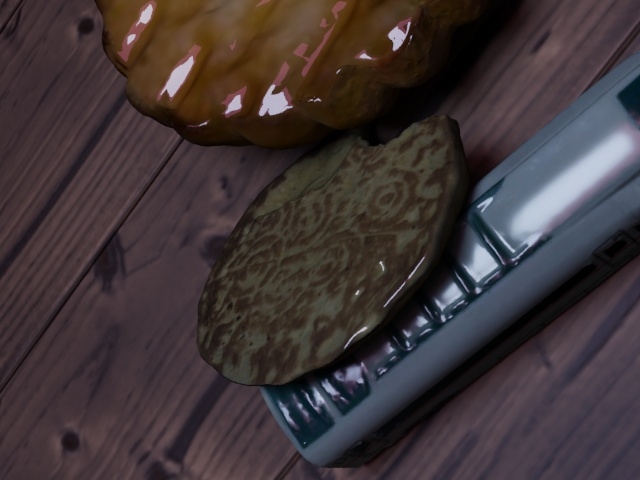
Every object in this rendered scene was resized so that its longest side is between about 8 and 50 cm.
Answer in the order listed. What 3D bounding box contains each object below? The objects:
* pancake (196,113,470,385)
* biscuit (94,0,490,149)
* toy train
[{"bbox_3d":[0.000,0.000,0.678,0.212,0.029,0.235,-53,28,-5],"label":"pancake"},{"bbox_3d":[-0.011,-0.207,0.748,0.325,0.107,0.326,-10,68,26],"label":"biscuit"},{"bbox_3d":[0.135,-0.015,0.631,0.407,0.088,0.086,-41,63,15],"label":"toy train"}]
